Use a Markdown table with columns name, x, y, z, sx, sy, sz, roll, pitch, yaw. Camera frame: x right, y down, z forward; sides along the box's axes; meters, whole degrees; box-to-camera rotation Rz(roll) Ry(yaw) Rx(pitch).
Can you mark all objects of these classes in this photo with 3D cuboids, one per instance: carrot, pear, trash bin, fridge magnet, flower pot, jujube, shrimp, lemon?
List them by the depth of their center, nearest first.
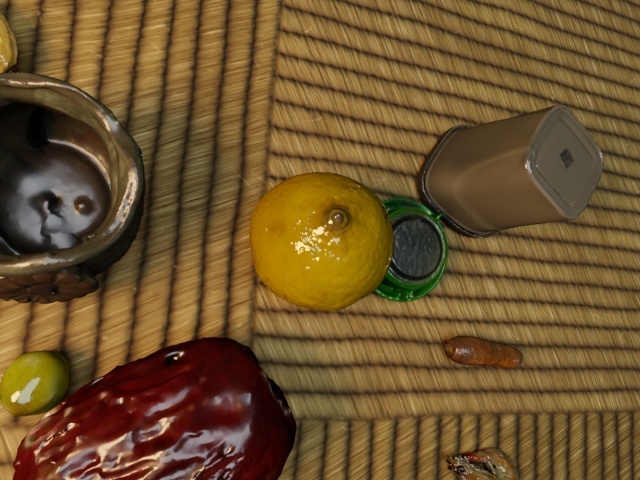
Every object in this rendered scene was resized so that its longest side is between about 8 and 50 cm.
| name | x | y | z | sx | sy | sz | roll | pitch | yaw |
| --- | --- | --- | --- | --- | --- | --- | --- | --- | --- |
| flower pot | -0.394 | -0.059 | 0.570 | 0.302 | 0.213 | 0.301 | 4 | 80 | -22 |
| jujube | -0.217 | 0.288 | 0.600 | 0.377 | 0.258 | 0.258 | -15 | 90 | -26 |
| pear | -0.419 | 0.209 | 0.610 | 0.092 | 0.097 | 0.092 | 2 | 107 | 6 |
| lemon | -0.005 | -0.002 | 0.693 | 0.229 | 0.254 | 0.228 | -9 | 107 | -31 |
| trash bin | 0.368 | -0.133 | 0.821 | 0.219 | 0.250 | 0.219 | 38 | 74 | -18 |
| fridge magnet | 0.164 | 0.017 | 0.821 | 0.208 | 0.088 | 0.207 | 2 | 85 | -18 |
| shrimp | 0.335 | 0.476 | 0.865 | 0.190 | 0.042 | 0.101 | 24 | 57 | -14 |
| carrot | 0.348 | 0.235 | 0.881 | 0.186 | 0.060 | 0.060 | 10 | 82 | -19 |

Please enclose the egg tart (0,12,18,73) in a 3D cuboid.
| name | x | y | z | sx | sy | sz | roll | pitch | yaw |
| --- | --- | --- | --- | --- | --- | --- | --- | --- | --- |
| egg tart | -0.553 | -0.282 | 0.619 | 0.191 | 0.074 | 0.191 | 2 | 85 | -17 |
